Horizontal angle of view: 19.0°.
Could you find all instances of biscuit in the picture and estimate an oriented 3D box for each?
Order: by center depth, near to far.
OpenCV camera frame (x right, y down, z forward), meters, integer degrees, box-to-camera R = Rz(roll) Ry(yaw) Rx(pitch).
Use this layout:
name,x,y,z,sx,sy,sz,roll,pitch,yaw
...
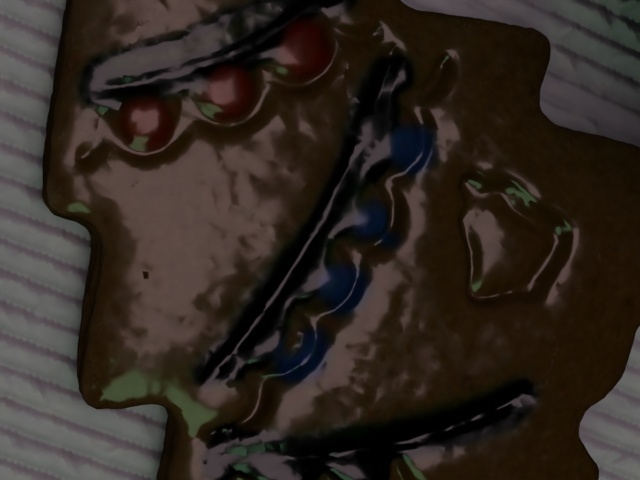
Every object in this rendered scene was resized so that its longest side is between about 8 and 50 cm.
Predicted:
name,x,y,z,sx,sy,sz,roll,pitch,yaw
biscuit,0.000,0.000,0.728,0.278,0.043,0.301,-43,104,-11
